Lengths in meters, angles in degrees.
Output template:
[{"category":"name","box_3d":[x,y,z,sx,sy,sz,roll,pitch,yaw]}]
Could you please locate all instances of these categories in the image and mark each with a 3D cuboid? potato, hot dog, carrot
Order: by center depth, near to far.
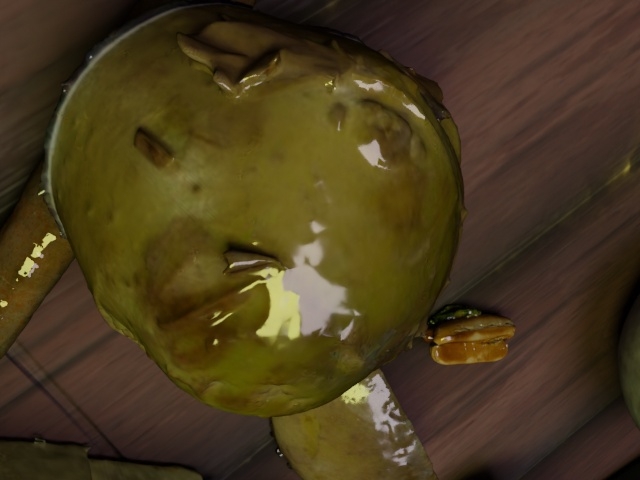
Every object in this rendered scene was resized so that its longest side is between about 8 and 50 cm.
[{"category":"potato","box_3d":[0.000,0.000,0.478,0.300,0.196,0.246,1,128,-52]},{"category":"carrot","box_3d":[-0.152,-0.044,0.491,0.070,0.070,0.342,29,102,-39]},{"category":"potato","box_3d":[0.032,0.193,0.702,0.120,0.100,0.261,-35,127,-12]},{"category":"hot dog","box_3d":[0.148,0.095,0.765,0.133,0.041,0.056,5,112,-41]}]

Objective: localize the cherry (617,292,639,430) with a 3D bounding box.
[{"category":"cherry","box_3d":[0.480,0.146,0.836,0.326,0.291,0.334,-22,141,-41]}]

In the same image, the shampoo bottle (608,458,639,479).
[{"category":"shampoo bottle","box_3d":[0.455,0.367,1.073,0.310,0.071,0.098,-26,126,-18]}]

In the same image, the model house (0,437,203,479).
[{"category":"model house","box_3d":[-0.201,0.312,0.522,0.321,0.266,0.261,19,99,-37]}]
